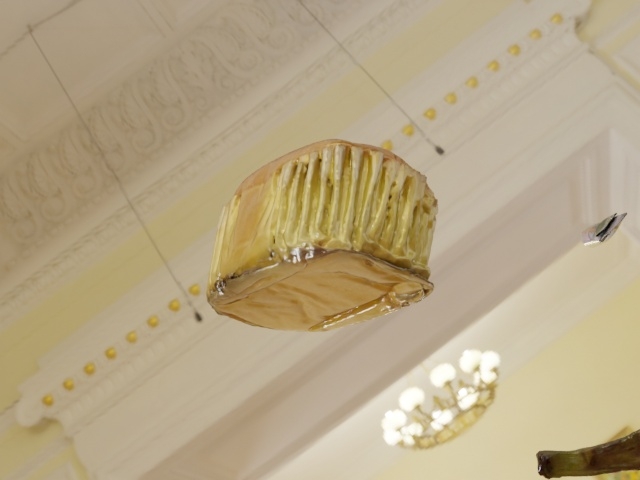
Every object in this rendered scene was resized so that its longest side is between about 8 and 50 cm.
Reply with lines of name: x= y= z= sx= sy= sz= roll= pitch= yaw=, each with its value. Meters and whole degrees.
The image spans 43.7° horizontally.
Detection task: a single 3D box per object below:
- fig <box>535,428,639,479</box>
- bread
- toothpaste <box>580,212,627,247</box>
fig: x=0.345 y=0.137 z=0.702 sx=0.290 sy=0.191 sz=0.190 roll=-10 pitch=-16 yaw=33
bread: x=0.000 y=0.000 z=0.606 sx=0.132 sy=0.114 sz=0.190 roll=25 pitch=-27 yaw=-32
toothpaste: x=0.346 y=-0.009 z=0.986 sx=0.045 sy=0.028 sz=0.170 roll=-45 pitch=-9 yaw=4
